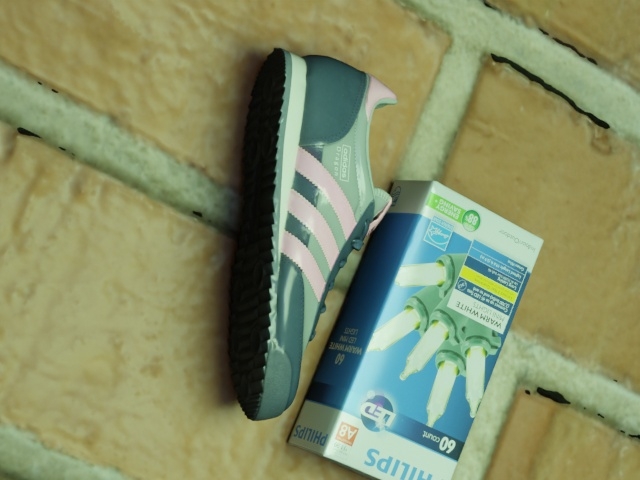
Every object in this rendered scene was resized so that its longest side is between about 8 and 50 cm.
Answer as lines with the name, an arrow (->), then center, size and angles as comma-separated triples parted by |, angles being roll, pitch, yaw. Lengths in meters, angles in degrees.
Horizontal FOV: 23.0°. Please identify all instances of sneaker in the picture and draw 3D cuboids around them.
sneaker -> 0.000, 0.000, 1.348 | 0.131, 0.112, 0.318 | 8, 89, -23

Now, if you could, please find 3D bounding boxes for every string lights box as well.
string lights box -> 0.087, 0.090, 1.409 | 0.133, 0.077, 0.259 | 26, 80, -25
